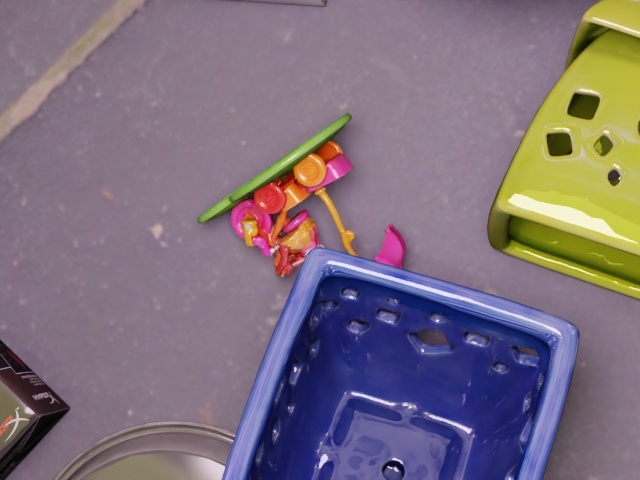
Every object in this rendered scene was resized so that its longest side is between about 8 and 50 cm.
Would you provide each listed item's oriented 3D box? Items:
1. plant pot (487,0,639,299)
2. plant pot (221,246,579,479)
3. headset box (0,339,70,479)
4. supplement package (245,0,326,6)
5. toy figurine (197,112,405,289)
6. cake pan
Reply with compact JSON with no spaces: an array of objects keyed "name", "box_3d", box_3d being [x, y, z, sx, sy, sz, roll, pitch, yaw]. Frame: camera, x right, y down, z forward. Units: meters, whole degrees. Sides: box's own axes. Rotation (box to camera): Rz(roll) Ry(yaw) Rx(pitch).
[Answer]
[{"name":"plant pot","box_3d":[0.278,-0.068,1.343,0.227,0.228,0.207,20,84,7]},{"name":"plant pot","box_3d":[0.060,0.174,1.337,0.236,0.212,0.236,17,65,6]},{"name":"headset box","box_3d":[-0.411,0.131,1.460,0.293,0.110,0.218,42,93,6]},{"name":"supplement package","box_3d":[-0.056,-0.341,1.428,0.139,0.134,0.244,6,88,6]},{"name":"toy figurine","box_3d":[0.000,0.000,1.432,0.173,0.130,0.159,-33,94,26]},{"name":"cake pan","box_3d":[-0.135,0.310,1.453,0.293,0.054,0.293,0,87,6]}]
